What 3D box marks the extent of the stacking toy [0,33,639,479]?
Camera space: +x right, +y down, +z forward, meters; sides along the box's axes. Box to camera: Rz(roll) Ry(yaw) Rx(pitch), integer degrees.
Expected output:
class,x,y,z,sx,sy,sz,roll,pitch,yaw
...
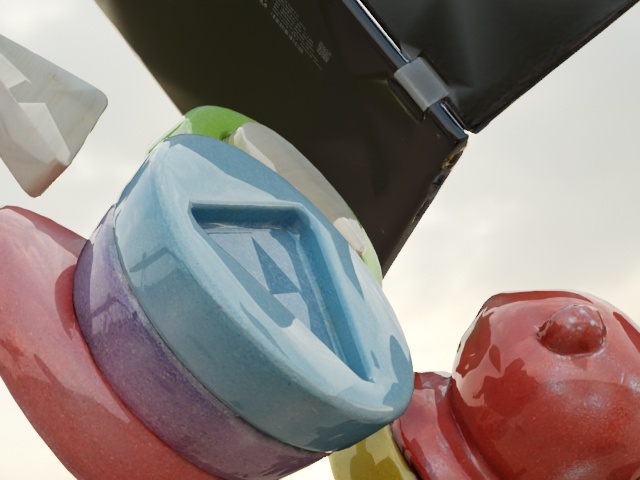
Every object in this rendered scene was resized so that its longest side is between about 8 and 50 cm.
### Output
class,x,y,z,sx,sy,sz,roll,pitch,yaw
stacking toy,0.000,0.000,0.812,0.130,0.279,0.309,-43,-37,21

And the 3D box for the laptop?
class,x,y,z,sx,sy,sz,roll,pitch,yaw
laptop,0.039,-0.226,1.266,0.236,0.382,0.408,-30,-16,-27
